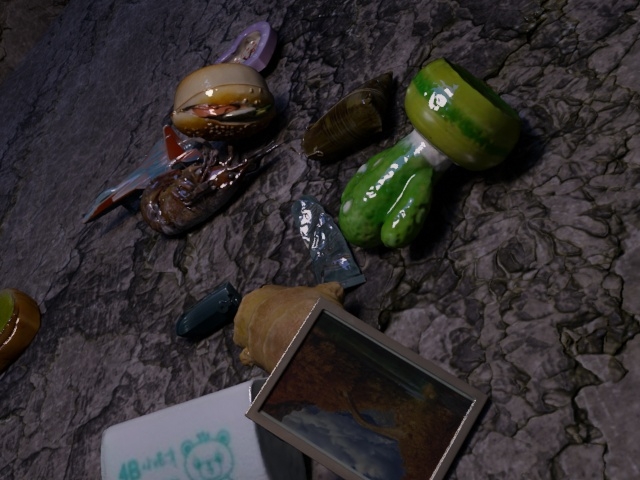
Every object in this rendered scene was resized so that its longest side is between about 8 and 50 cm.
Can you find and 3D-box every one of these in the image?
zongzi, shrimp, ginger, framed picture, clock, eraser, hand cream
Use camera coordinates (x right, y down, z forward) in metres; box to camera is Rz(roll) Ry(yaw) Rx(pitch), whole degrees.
[{"bbox_3d":[0.049,-0.234,1.540,0.187,0.084,0.184,-26,26,31],"label":"zongzi"},{"bbox_3d":[-0.224,-0.129,1.660,0.343,0.116,0.145,-28,63,17],"label":"shrimp"},{"bbox_3d":[-0.013,0.162,1.176,0.190,0.126,0.354,-36,39,-4],"label":"ginger"},{"bbox_3d":[0.057,0.205,1.019,0.250,0.016,0.184,31,75,11],"label":"framed picture"},{"bbox_3d":[-0.167,-0.421,1.925,0.198,0.064,0.172,-50,37,-7],"label":"clock"},{"bbox_3d":[-0.169,0.318,1.150,0.290,0.104,0.189,-23,73,27],"label":"eraser"},{"bbox_3d":[-0.001,0.000,1.373,0.075,0.052,0.248,-38,37,11],"label":"hand cream"}]

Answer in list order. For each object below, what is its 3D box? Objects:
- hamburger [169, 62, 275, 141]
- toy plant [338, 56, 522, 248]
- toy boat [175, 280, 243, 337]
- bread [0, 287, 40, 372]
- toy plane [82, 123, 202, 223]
[{"bbox_3d":[-0.203,-0.276,1.702,0.237,0.237,0.147,-15,82,34],"label":"hamburger"},{"bbox_3d":[0.150,-0.111,1.270,0.316,0.184,0.224,-49,28,22],"label":"toy plant"},{"bbox_3d":[-0.200,0.129,1.437,0.141,0.055,0.060,-35,15,14],"label":"toy boat"},{"bbox_3d":[-0.738,0.210,1.864,0.236,0.070,0.236,-26,39,24],"label":"bread"},{"bbox_3d":[-0.398,-0.127,1.836,0.326,0.104,0.223,-41,36,12],"label":"toy plane"}]
